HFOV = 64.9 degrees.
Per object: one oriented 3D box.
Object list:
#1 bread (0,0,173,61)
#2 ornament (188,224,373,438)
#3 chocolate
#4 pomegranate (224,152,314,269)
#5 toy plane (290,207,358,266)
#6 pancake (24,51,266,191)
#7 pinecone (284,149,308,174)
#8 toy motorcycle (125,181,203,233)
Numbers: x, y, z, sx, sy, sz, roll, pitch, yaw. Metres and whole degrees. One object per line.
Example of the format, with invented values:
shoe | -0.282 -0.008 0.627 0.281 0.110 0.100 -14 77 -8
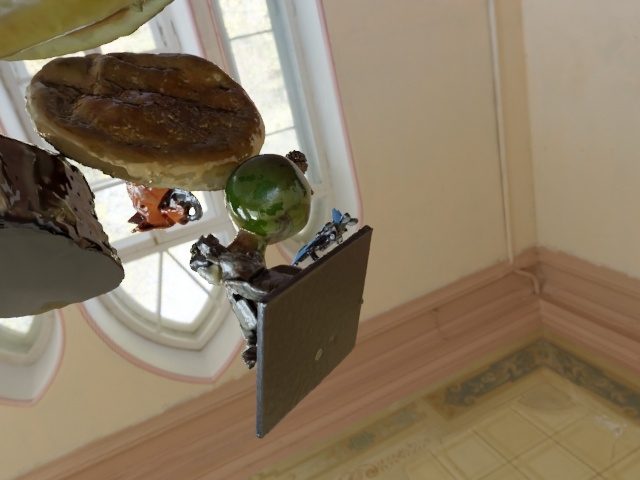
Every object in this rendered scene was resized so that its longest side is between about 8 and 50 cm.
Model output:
bread | -0.212 -0.276 0.299 0.300 0.342 0.210 -17 177 9
ornament | -0.076 0.052 0.496 0.196 0.167 0.153 24 -145 29
chocolate | -0.445 -0.037 0.683 0.225 0.210 0.340 -30 156 18
pomegranate | -0.088 -0.032 0.759 0.130 0.152 0.191 17 -115 12
toy plane | 0.005 0.006 1.515 0.246 0.078 0.169 -48 162 7
pancake | -0.273 -0.220 0.834 0.386 0.082 0.387 13 -139 -11
pinecone | -0.071 -0.199 1.324 0.077 0.077 0.083 -13 -136 0
toy motorcycle | -0.425 -0.144 1.163 0.221 0.326 0.148 -27 -159 42
